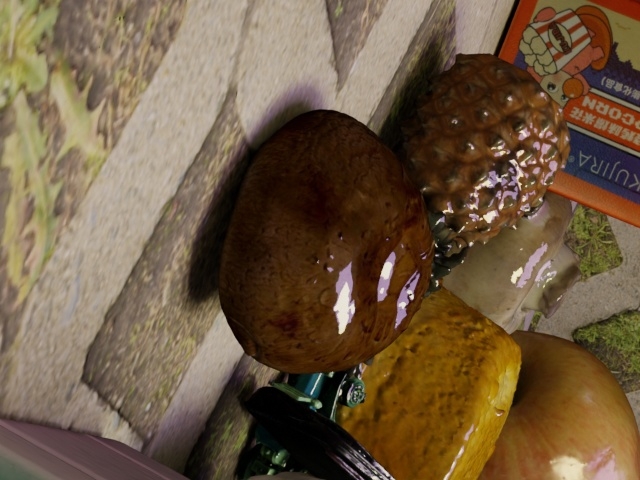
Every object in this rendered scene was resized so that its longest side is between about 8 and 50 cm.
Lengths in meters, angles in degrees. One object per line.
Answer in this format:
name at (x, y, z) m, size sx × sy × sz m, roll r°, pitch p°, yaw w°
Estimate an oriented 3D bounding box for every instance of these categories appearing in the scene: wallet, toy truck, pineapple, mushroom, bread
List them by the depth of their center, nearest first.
mushroom at (0.013, 0.006, 1.026) m, size 0.231 × 0.138 × 0.194 m, roll -33°, pitch 145°, yaw -64°
wallet at (0.070, 0.252, 1.244) m, size 0.045 × 0.318 × 0.172 m, roll -51°, pitch -155°, yaw -16°
pineapple at (0.097, -0.021, 1.286) m, size 0.340 × 0.169 × 0.169 m, roll -51°, pitch 161°, yaw -18°
toy truck at (-0.028, 0.183, 1.312) m, size 0.078 × 0.080 × 0.154 m, roll 32°, pitch 83°, yaw -54°
bread at (0.090, 0.214, 1.513) m, size 0.336 × 0.204 × 0.358 m, roll -61°, pitch 169°, yaw 11°
mushroom at (0.262, 0.023, 1.841) m, size 0.255 × 0.184 × 0.255 m, roll -47°, pitch 167°, yaw -14°

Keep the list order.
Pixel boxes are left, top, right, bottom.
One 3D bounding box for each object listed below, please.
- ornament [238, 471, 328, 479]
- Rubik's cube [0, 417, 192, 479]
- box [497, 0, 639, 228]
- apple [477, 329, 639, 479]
ornament at (-0.019, 0.347, 1.071) m, size 0.337 × 0.337 × 0.337 m, roll -57°, pitch 163°, yaw -27°
Rubik's cube at (-0.112, 0.306, 0.745) m, size 0.322 × 0.316 × 0.319 m, roll -64°, pitch 165°, yaw -7°
box at (0.409, -0.177, 1.678) m, size 0.318 × 0.349 × 0.257 m, roll -35°, pitch 147°, yaw -65°
apple at (0.303, 0.321, 2.077) m, size 0.391 × 0.391 × 0.346 m, roll -52°, pitch 139°, yaw -40°
